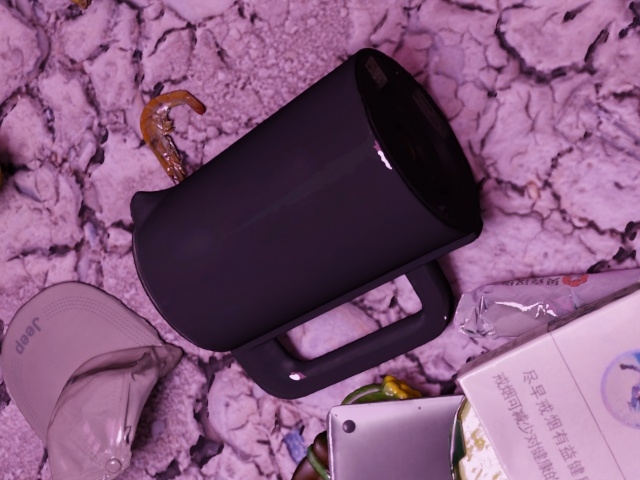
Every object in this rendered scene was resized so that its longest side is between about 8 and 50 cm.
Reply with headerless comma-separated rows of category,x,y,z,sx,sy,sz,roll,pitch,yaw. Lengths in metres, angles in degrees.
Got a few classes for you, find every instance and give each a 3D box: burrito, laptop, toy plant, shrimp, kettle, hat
burrito,0.226,0.064,1.286,0.203,0.064,0.064,-7,85,22
laptop,0.104,0.286,1.298,0.188,0.015,0.269,-3,87,-14
toy plant,0.043,0.211,1.351,0.093,0.093,0.162,41,105,21
shrimp,-0.158,-0.117,1.497,0.083,0.023,0.114,-31,72,19
kettle,-0.002,-0.012,1.353,0.308,0.262,0.203,-31,40,25
hat,-0.286,0.172,1.495,0.245,0.149,0.214,32,102,12

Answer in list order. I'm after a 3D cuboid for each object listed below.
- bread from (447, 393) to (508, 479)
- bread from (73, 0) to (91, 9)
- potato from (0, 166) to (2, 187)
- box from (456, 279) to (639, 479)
bread,0.236,0.204,1.272,0.229,0.033,0.228,-1,87,13
bread,-0.328,-0.364,1.464,0.380,0.109,0.185,17,77,2
potato,-0.532,-0.054,1.584,0.369,0.195,0.176,-8,95,27
box,0.274,0.135,1.205,0.256,0.069,0.164,-27,90,12
